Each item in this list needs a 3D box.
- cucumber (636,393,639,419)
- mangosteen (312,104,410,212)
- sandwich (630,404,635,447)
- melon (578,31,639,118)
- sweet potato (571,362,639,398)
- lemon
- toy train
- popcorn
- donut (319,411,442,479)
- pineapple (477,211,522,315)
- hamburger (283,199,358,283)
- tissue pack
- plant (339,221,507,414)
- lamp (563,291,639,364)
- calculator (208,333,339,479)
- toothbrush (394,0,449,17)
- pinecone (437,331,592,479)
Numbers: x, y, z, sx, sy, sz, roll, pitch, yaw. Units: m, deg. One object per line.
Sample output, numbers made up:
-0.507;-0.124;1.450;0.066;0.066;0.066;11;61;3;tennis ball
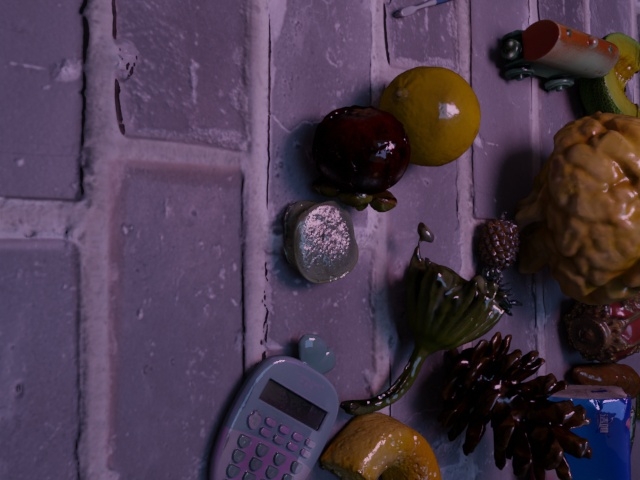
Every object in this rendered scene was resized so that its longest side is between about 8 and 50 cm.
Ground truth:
0.916;0.447;1.562;0.067;0.035;0.108;12;79;-32;cucumber
0.064;-0.132;0.930;0.166;0.166;0.180;-14;119;-34;mangosteen
0.673;0.471;1.356;0.159;0.109;0.185;17;76;-20;sandwich
0.708;-0.400;1.408;0.169;0.129;0.265;24;69;-27;melon
0.709;0.349;1.397;0.251;0.097;0.097;15;79;-28;sweet potato
0.193;-0.224;1.004;0.203;0.178;0.179;19;76;-50;lemon
0.539;-0.421;1.259;0.285;0.177;0.116;1;86;-34;toy train
0.609;-0.062;1.179;0.344;0.354;0.390;-14;139;-34;popcorn
0.129;0.392;0.988;0.259;0.101;0.152;43;60;-21;donut
0.378;0.049;1.179;0.103;0.083;0.222;10;84;-33;pineapple
0.000;0.000;0.933;0.133;0.062;0.140;-10;95;-31;hamburger
0.564;0.455;1.210;0.209;0.137;0.270;0;88;9;tissue pack
0.178;0.172;1.040;0.251;0.180;0.333;34;96;-36;plant
0.723;0.194;1.366;0.273;0.177;0.177;-13;95;-32;lamp
-0.064;0.291;0.885;0.185;0.041;0.299;37;70;-28;calculator
0.245;-0.497;1.156;0.275;0.025;0.019;-32;111;-34;toothbrush
0.351;0.315;1.042;0.244;0.309;0.244;-40;149;-30;pinecone
